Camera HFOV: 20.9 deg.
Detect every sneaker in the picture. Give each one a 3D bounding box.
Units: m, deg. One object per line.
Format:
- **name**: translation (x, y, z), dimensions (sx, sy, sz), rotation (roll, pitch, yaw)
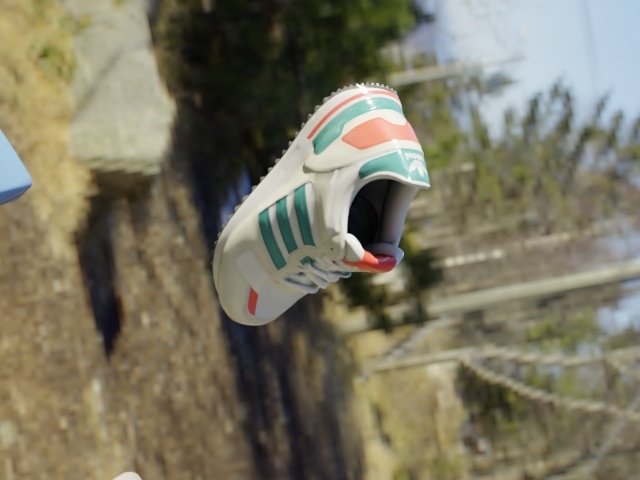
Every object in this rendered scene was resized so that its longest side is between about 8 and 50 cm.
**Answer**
- **sneaker**: translation (0.000, 0.000, 0.883), dimensions (0.161, 0.057, 0.075), rotation (-54, -133, 30)

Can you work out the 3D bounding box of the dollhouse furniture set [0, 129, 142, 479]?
- **dollhouse furniture set**: translation (-0.242, 0.065, 0.545), dimensions (0.303, 0.286, 0.198), rotation (57, 31, 7)
